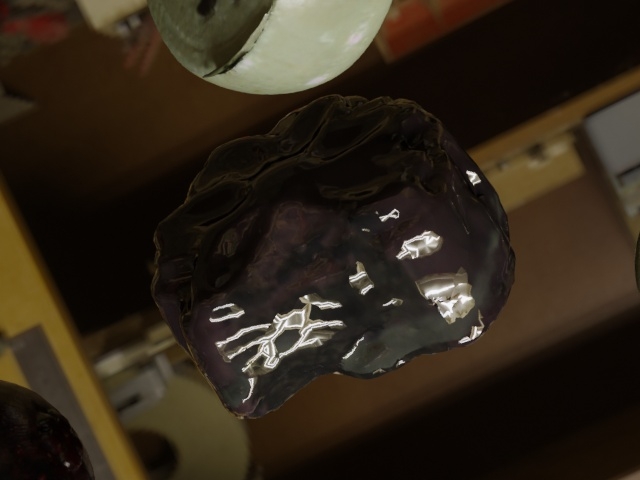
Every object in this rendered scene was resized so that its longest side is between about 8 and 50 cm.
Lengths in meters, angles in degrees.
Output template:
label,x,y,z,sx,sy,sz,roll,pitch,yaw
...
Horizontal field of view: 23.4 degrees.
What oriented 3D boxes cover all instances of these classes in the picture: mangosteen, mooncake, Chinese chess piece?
label,x,y,z,sx,sy,sz,roll,pitch,yaw
mangosteen,-0.342,0.255,1.462,0.265,0.228,0.228,-36,177,10
mooncake,0.000,0.000,1.684,0.381,0.212,0.350,-31,-150,4
Chinese chess piece,-0.058,-0.320,1.526,0.146,0.349,0.349,-2,165,-32

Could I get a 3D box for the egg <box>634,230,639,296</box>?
label,x,y,z,sx,sy,sz,roll,pitch,yaw
egg,0.240,-0.003,0.848,0.152,0.114,0.114,-51,167,25
